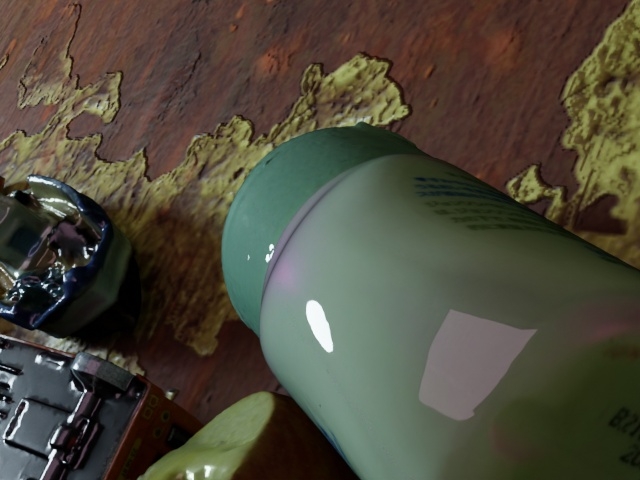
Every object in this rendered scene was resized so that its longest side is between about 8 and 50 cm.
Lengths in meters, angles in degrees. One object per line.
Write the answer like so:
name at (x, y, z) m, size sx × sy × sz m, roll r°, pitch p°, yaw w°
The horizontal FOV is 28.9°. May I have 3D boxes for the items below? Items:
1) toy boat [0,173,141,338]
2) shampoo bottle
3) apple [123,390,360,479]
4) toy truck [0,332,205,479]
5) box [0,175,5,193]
toy boat at (-0.225, 0.002, 0.948) m, size 0.262 × 0.115 × 0.114 m, roll 25°, pitch 79°, yaw 47°
shampoo bottle at (0.057, 0.041, 0.621) m, size 0.151 × 0.222 × 0.349 m, roll -60°, pitch 29°, yaw 6°
apple at (-0.058, 0.176, 0.645) m, size 0.195 × 0.160 × 0.173 m, roll -32°, pitch 30°, yaw 3°
toy truck at (-0.193, 0.129, 0.832) m, size 0.252 × 0.114 × 0.107 m, roll 9°, pitch 67°, yaw 42°
box at (-0.345, 0.021, 1.085) m, size 0.112 × 0.048 × 0.175 m, roll -17°, pitch 51°, yaw 33°
